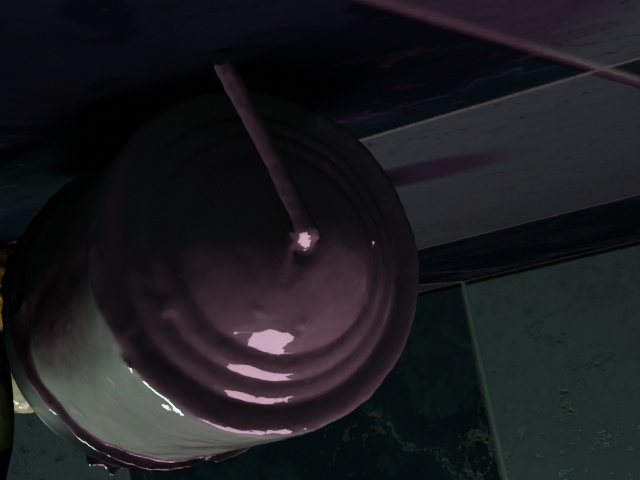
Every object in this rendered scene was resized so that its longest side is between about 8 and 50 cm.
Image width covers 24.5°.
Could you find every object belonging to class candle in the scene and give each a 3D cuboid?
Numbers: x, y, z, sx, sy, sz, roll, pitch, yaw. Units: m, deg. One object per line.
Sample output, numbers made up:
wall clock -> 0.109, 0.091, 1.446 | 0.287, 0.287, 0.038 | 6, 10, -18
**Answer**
candle -> -0.069, 0.031, 0.930 | 0.221, 0.221, 0.342 | -9, 173, -26

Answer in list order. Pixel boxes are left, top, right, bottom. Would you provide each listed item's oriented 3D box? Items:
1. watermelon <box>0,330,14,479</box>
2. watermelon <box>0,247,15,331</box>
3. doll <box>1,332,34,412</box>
watermelon -> -0.324, 0.107, 0.885 | 0.285, 0.285, 0.285 | -11, 174, -1
watermelon -> -0.349, 0.044, 1.252 | 0.129, 0.123, 0.301 | -47, 163, 14
doll -> -0.315, 0.124, 1.797 | 0.278, 0.149, 0.175 | -23, 144, -16
